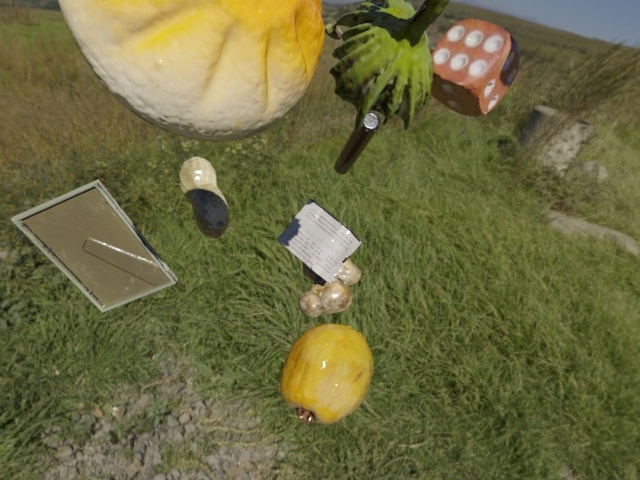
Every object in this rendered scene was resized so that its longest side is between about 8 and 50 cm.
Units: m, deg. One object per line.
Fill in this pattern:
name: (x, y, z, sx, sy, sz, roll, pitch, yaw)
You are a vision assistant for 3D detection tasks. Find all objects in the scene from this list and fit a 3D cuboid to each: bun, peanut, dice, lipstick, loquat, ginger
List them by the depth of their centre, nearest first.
bun: (-0.114, -0.262, 0.438, 0.299, 0.298, 0.165, -10, 7, -38)
loquat: (0.012, 0.289, 0.878, 0.187, 0.176, 0.234, 28, 75, 3)
dice: (0.387, -0.437, 1.046, 0.175, 0.173, 0.179, 39, 11, 26)
lipstick: (0.097, -0.268, 1.171, 0.057, 0.057, 0.356, 15, -10, -5)
peanut: (-0.385, -0.139, 1.349, 0.120, 0.136, 0.298, -13, 68, -33)
ginger: (0.029, 0.174, 1.595, 0.245, 0.155, 0.303, 17, 52, -9)

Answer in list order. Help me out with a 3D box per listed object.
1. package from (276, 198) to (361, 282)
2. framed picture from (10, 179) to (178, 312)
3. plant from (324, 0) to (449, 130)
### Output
package: (0.000, 0.000, 1.469, 0.251, 0.203, 0.062, 39, -6, -3)
framed picture: (-0.565, 0.029, 1.044, 0.248, 0.335, 0.022, -21, 33, 9)
plant: (0.105, -0.304, 0.601, 0.180, 0.250, 0.333, -19, 3, 0)
